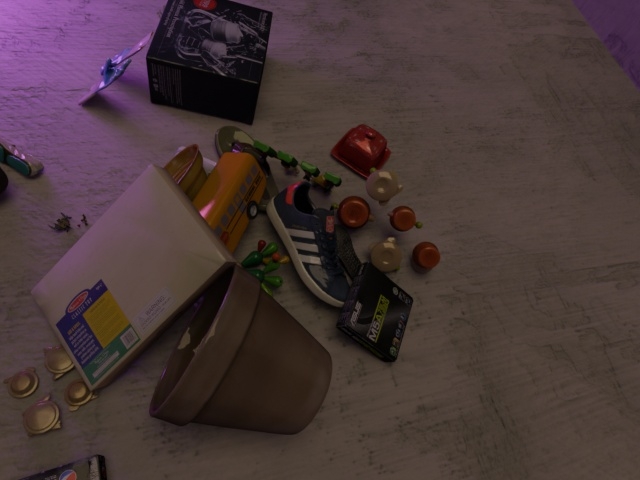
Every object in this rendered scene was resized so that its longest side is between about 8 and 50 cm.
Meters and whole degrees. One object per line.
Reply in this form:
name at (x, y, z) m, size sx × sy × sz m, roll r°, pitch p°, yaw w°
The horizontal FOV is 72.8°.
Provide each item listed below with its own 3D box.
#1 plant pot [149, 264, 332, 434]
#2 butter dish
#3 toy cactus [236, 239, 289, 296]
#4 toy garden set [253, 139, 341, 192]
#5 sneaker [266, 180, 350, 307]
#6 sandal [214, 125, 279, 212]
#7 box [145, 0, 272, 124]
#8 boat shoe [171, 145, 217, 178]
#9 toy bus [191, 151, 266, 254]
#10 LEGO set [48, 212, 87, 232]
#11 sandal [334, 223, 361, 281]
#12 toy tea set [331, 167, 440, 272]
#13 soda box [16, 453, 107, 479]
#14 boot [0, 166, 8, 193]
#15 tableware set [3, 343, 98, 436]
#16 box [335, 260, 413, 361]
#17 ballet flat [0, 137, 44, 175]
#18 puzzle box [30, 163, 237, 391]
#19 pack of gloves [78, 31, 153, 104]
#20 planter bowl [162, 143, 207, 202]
plant pot at (-0.141, 0.253, 0.898) m, size 0.281 × 0.323 × 0.323 m, roll 31°, pitch 57°, yaw -17°
butter dish at (0.142, -0.302, 1.358) m, size 0.160 × 0.118 × 0.159 m, roll 35°, pitch 60°, yaw 5°
toy cactus at (-0.183, 0.084, 1.079) m, size 0.181 × 0.112 × 0.218 m, roll 16°, pitch 67°, yaw 5°
toy garden set at (-0.061, -0.194, 1.221) m, size 0.245 × 0.204 × 0.049 m, roll 24°, pitch 94°, yaw 3°
sneaker at (0.000, 0.000, 1.110) m, size 0.350 × 0.148 × 0.131 m, roll 56°, pitch 27°, yaw 11°
sandal at (-0.196, -0.218, 1.238) m, size 0.120 × 0.086 × 0.302 m, roll -25°, pitch 71°, yaw -26°
box at (-0.330, -0.571, 1.341) m, size 0.313 × 0.179 × 0.343 m, roll 10°, pitch 60°, yaw -11°
boat shoe at (-0.329, -0.196, 1.206) m, size 0.184 × 0.066 × 0.063 m, roll 30°, pitch 73°, yaw -1°
toy bus at (-0.252, -0.057, 1.074) m, size 0.108 × 0.130 × 0.332 m, roll 8°, pitch 57°, yaw 24°
LEGO set at (-0.620, -0.040, 1.067) m, size 0.083 × 0.023 × 0.054 m, roll 5°, pitch 62°, yaw -28°
sandal at (0.068, 0.040, 1.203) m, size 0.067 × 0.040 × 0.179 m, roll -26°, pitch 86°, yaw -20°
toy tea set at (0.191, -0.033, 1.233) m, size 0.200 × 0.124 × 0.336 m, roll -35°, pitch 94°, yaw 6°
soda box at (-0.494, 0.454, 0.805) m, size 0.169 × 0.060 × 0.053 m, roll -11°, pitch 64°, yaw -20°
boot at (-0.885, -0.091, 0.994) m, size 0.305 × 0.112 × 0.115 m, roll -37°, pitch 47°, yaw -24°
tableware set at (-0.554, 0.303, 0.895) m, size 0.141 × 0.020 × 0.168 m, roll -29°, pitch 72°, yaw -29°
box at (0.143, 0.181, 1.098) m, size 0.184 × 0.045 × 0.190 m, roll 41°, pitch 55°, yaw -24°
ballet flat at (-0.785, -0.218, 1.106) m, size 0.168 × 0.057 × 0.052 m, roll 35°, pitch 31°, yaw 1°
puzzle box at (-0.399, 0.077, 0.902) m, size 0.409 × 0.052 × 0.272 m, roll -42°, pitch 76°, yaw 10°
pack of gloves at (-0.589, -0.495, 1.214) m, size 0.046 × 0.232 × 0.194 m, roll 43°, pitch 49°, yaw -41°
planter bowl at (-0.357, -0.138, 1.122) m, size 0.090 × 0.217 × 0.217 m, roll 43°, pitch 52°, yaw -34°
